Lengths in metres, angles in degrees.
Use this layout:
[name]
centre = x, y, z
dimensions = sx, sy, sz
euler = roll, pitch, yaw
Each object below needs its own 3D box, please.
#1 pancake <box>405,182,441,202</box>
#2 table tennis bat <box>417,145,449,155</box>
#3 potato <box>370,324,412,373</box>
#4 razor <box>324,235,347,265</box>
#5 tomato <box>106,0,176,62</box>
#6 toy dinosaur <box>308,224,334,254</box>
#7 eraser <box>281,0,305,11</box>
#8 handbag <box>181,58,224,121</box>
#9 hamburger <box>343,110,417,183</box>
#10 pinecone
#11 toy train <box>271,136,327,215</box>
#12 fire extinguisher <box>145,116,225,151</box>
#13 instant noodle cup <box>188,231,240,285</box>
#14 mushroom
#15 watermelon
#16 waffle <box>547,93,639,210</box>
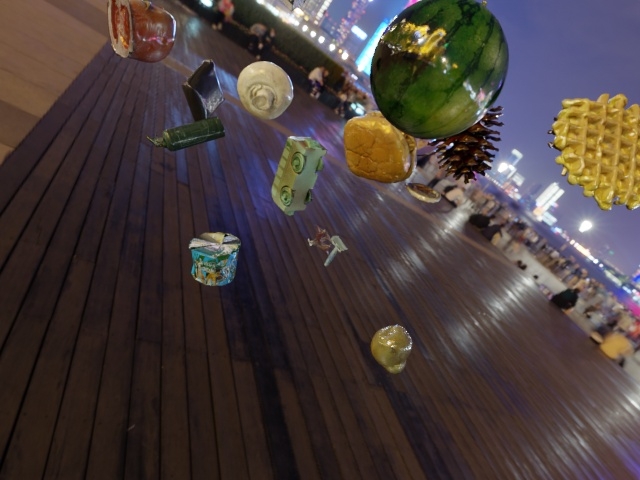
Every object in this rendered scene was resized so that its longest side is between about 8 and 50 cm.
[pancake]
centre = 0.402, -0.192, 1.633
dimensions = 0.151, 0.025, 0.152
euler = 10, 32, -6
[table tennis bat]
centre = 0.428, -0.346, 1.600
dimensions = 0.158, 0.095, 0.014
euler = 17, -49, 55
[potato]
centre = 0.270, 0.412, 1.552
dimensions = 0.157, 0.157, 0.194
euler = -90, 168, -65
[razor]
centre = 0.044, 0.051, 1.523
dimensions = 0.040, 0.135, 0.068
euler = -12, 57, -37
[tomato]
centre = -0.481, -0.585, 1.140
dimensions = 0.155, 0.181, 0.214
euler = -10, 40, -41
[toy dinosaur]
centre = 0.000, 0.001, 1.893
dimensions = 0.220, 0.108, 0.032
euler = 68, 3, -50
[eraser]
centre = -0.179, -1.109, 1.713
dimensions = 0.287, 0.086, 0.130
euler = 47, -13, -6
[handbag]
centre = -0.544, -0.704, 1.978
dimensions = 0.080, 0.247, 0.223
euler = 20, 61, 14
[hamburger]
centre = 0.228, -0.342, 1.591
dimensions = 0.318, 0.319, 0.158
euler = 43, 58, 14
[pinecone]
centre = 0.451, -0.323, 1.298
dimensions = 0.246, 0.246, 0.293
euler = -18, 103, -66
[toy train]
centre = -0.094, -0.254, 1.628
dimensions = 0.129, 0.327, 0.159
euler = -9, 45, -39
[fire extinguisher]
centre = -0.574, -0.454, 1.775
dimensions = 0.311, 0.095, 0.115
euler = -26, 80, -24
[instant noodle cup]
centre = -0.482, 0.090, 1.901
dimensions = 0.239, 0.178, 0.240
euler = 6, 26, -3
[mushroom]
centre = -0.243, -0.641, 1.807
dimensions = 0.246, 0.246, 0.203
euler = 28, 40, -25
[watermelon]
centre = 0.210, -0.306, 0.748
dimensions = 0.242, 0.242, 0.242
euler = 32, 21, -14
[waffle]
centre = 0.724, -0.226, 1.029
dimensions = 0.329, 0.329, 0.062
euler = 40, -18, 8
